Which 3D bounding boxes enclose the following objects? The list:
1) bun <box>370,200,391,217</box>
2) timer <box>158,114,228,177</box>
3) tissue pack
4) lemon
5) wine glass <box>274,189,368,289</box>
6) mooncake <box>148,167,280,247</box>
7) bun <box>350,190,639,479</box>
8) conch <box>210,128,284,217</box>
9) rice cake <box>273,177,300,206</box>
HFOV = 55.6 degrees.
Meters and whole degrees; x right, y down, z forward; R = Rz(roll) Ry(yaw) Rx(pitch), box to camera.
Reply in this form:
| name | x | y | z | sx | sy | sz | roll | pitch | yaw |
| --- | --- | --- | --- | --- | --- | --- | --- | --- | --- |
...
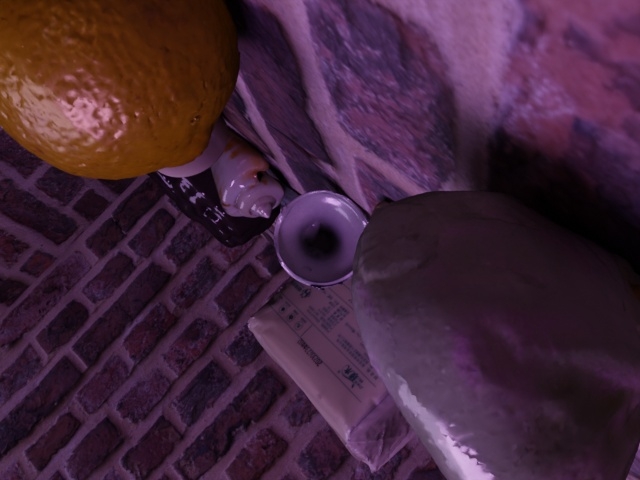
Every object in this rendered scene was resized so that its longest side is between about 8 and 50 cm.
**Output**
| name | x | y | z | sx | sy | sz | roll | pitch | yaw |
| --- | --- | --- | --- | --- | --- | --- | --- | --- | --- |
| bun | 0.100 | -0.012 | 0.843 | 0.086 | 0.055 | 0.086 | 41 | 172 | 7 |
| timer | -0.296 | -0.260 | 1.143 | 0.175 | 0.175 | 0.266 | 39 | 167 | 26 |
| tissue pack | 0.074 | 0.209 | 1.198 | 0.380 | 0.297 | 0.207 | 42 | 170 | 46 |
| lemon | -0.225 | -0.202 | 0.640 | 0.293 | 0.293 | 0.293 | 42 | 173 | 6 |
| wine glass | 0.000 | 0.000 | 1.076 | 0.165 | 0.165 | 0.196 | 43 | 177 | -1 |
| mooncake | -0.310 | -0.158 | 1.687 | 0.381 | 0.212 | 0.350 | 37 | 165 | 23 |
| bun | 0.166 | 0.072 | 0.481 | 0.293 | 0.187 | 0.293 | 45 | -159 | -22 |
| conch | -0.189 | -0.137 | 1.312 | 0.255 | 0.127 | 0.158 | 41 | 162 | 25 |
| rice cake | -0.019 | -0.044 | 1.379 | 0.198 | 0.037 | 0.189 | 37 | 171 | 40 |
